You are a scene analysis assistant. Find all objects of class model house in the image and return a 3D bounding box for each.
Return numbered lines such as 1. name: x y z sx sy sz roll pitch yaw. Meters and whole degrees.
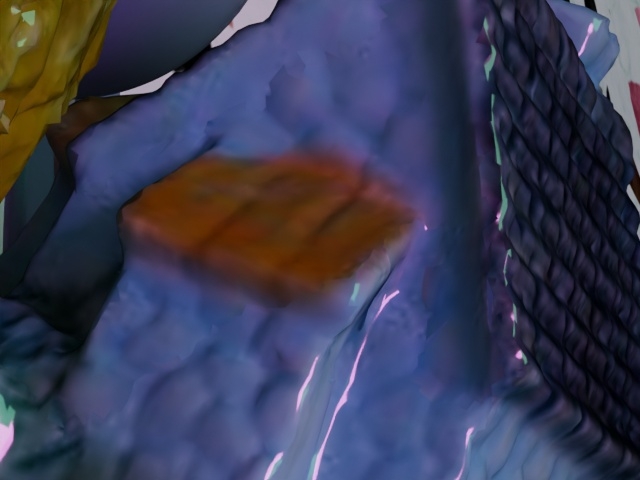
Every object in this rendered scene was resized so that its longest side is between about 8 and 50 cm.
1. model house: 0.000 0.000 0.617 0.241 0.226 0.261 -64 157 -6

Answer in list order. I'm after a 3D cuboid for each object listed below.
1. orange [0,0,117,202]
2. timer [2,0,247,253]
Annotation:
1. orange: -0.165 -0.117 0.449 0.300 0.223 0.301 -51 123 -69
2. timer: -0.112 -0.095 0.697 0.175 0.255 0.175 19 40 -17
